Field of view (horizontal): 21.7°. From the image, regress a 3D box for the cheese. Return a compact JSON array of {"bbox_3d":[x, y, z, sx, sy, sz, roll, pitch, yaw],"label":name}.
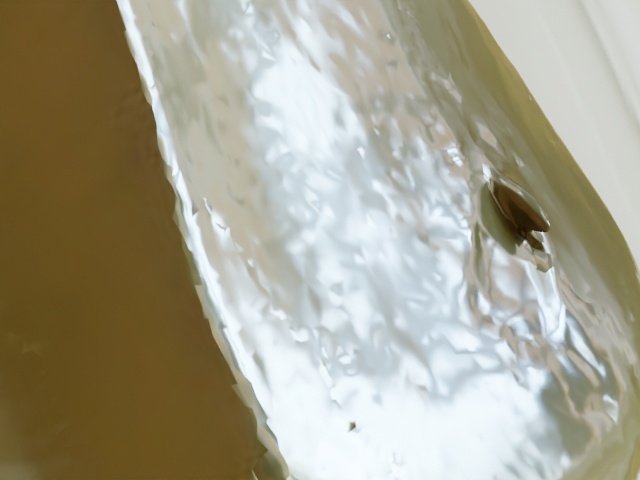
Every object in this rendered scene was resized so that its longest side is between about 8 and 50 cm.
[{"bbox_3d":[0.000,0.000,0.462,0.128,0.316,0.260,-20,-98,24],"label":"cheese"}]
